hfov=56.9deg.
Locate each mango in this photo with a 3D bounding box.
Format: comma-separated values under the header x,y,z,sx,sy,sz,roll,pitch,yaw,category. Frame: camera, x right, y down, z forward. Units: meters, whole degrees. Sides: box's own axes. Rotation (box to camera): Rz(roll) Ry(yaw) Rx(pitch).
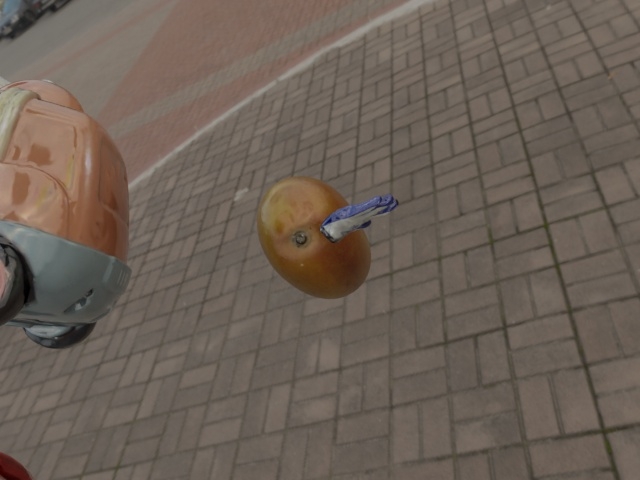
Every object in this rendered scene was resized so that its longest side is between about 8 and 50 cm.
x,y,z,sx,sy,sz,roll,pitch,yaw,category
0.001,0.004,0.768,0.120,0.221,0.152,-28,57,13,mango

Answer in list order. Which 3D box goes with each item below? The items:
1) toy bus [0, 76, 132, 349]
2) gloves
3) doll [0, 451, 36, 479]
x,y,z,sx,sy,sz,roll,pitch,yaw,category
-0.299,-0.033,0.491,0.287,0.194,0.232,9,79,-2,toy bus
0.042,-0.026,0.626,0.086,0.064,0.026,-29,78,11,gloves
-0.413,0.377,0.776,0.099,0.384,0.189,-11,63,-1,doll
